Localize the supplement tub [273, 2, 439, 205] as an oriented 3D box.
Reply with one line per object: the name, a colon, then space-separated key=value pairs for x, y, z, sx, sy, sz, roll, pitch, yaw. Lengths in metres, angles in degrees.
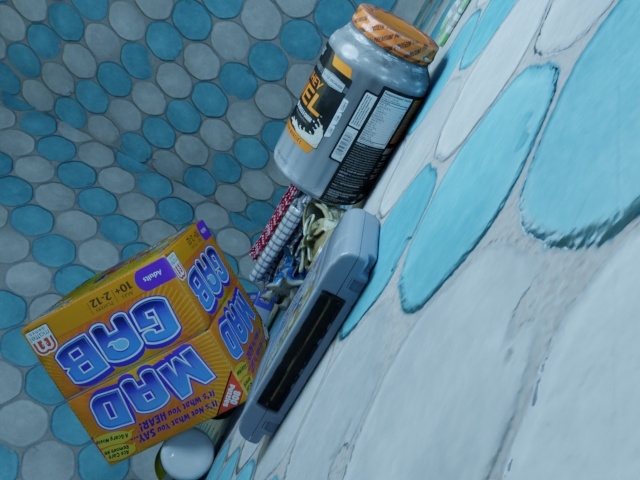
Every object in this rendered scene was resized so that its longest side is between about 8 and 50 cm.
supplement tub: x=0.062 y=-0.235 z=1.160 sx=0.316 sy=0.193 sz=0.193 roll=-60 pitch=5 yaw=27

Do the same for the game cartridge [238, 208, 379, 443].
game cartridge: x=-0.014 y=0.104 z=0.878 sx=0.297 sy=0.062 sz=0.198 roll=-61 pitch=9 yaw=21

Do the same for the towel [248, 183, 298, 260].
towel: x=-0.093 y=-0.091 z=1.674 sx=0.275 sy=0.031 sz=0.199 roll=-58 pitch=3 yaw=19

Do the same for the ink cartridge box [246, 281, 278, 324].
ink cartridge box: x=-0.208 y=0.251 z=1.865 sx=0.311 sy=0.065 sz=0.186 roll=-67 pitch=15 yaw=-12

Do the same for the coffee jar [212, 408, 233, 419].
coffee jar: x=-0.263 y=0.414 z=1.707 sx=0.184 sy=0.079 sz=0.096 roll=130 pitch=160 yaw=-69

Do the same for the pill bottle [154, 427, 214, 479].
pill bottle: x=-0.316 y=0.503 z=1.509 sx=0.117 sy=0.117 sz=0.215 roll=-65 pitch=5 yaw=-32

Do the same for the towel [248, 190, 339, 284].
towel: x=-0.052 y=-0.009 z=1.654 sx=0.235 sy=0.121 sz=0.283 roll=-59 pitch=3 yaw=16

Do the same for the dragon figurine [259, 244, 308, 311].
dragon figurine: x=-0.055 y=0.064 z=1.388 sx=0.144 sy=0.085 sz=0.289 roll=-64 pitch=3 yaw=-21

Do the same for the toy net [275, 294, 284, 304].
toy net: x=-0.159 y=0.230 z=1.931 sx=0.232 sy=0.045 sz=0.122 roll=-64 pitch=16 yaw=3

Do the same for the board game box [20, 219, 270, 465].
board game box: x=-0.373 y=0.216 z=1.530 sx=0.356 sy=0.356 sz=0.356 roll=-27 pitch=11 yaw=9

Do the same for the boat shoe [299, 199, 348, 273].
boat shoe: x=0.000 y=0.000 z=1.099 sx=0.104 sy=0.089 sz=0.285 roll=-61 pitch=5 yaw=13

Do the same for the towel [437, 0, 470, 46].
towel: x=0.267 y=-0.456 z=1.264 sx=0.152 sy=0.023 sz=0.113 roll=-59 pitch=4 yaw=36
